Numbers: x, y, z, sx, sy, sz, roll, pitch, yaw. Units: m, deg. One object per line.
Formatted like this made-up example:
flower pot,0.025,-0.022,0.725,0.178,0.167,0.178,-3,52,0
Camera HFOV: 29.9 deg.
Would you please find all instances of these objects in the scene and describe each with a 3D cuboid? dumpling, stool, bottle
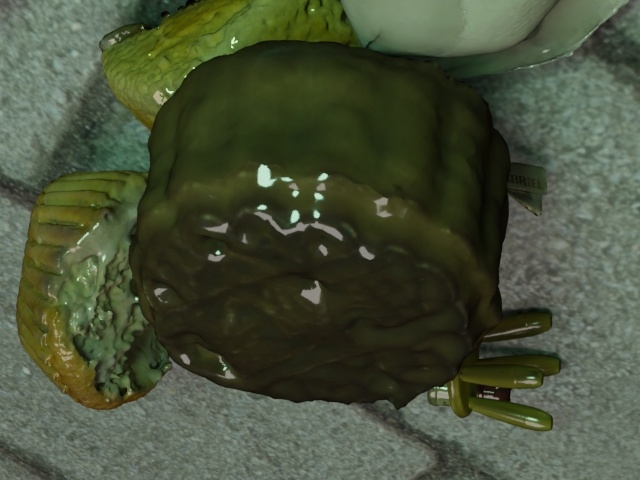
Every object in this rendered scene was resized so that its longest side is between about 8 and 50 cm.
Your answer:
dumpling,0.126,-0.255,0.906,0.260,0.181,0.341,-4,117,8
stool,0.208,0.148,1.360,0.110,0.134,0.135,-2,180,20
bottle,0.182,0.183,1.460,0.101,0.063,0.047,4,105,16

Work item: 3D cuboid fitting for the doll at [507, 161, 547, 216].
doll,0.107,-0.059,1.161,0.221,0.115,0.105,-10,113,3

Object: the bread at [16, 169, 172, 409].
bread,-0.243,0.050,1.335,0.149,0.274,0.274,10,139,21

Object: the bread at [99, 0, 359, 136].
bread,-0.069,-0.131,1.130,0.262,0.163,0.204,-20,133,31

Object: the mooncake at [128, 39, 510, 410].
mooncake,-0.001,-0.001,0.998,0.323,0.187,0.324,7,142,5
